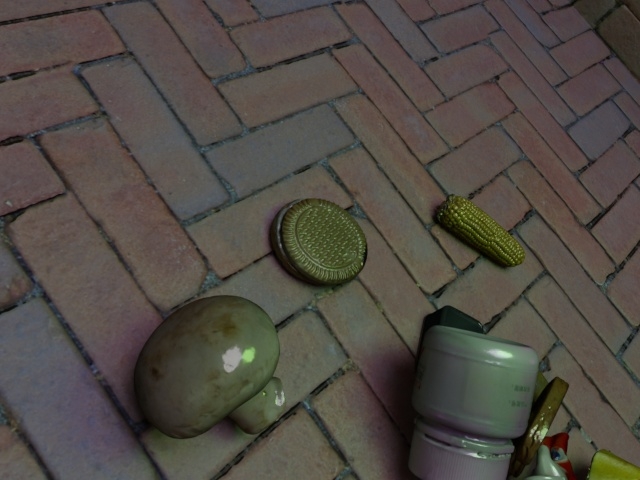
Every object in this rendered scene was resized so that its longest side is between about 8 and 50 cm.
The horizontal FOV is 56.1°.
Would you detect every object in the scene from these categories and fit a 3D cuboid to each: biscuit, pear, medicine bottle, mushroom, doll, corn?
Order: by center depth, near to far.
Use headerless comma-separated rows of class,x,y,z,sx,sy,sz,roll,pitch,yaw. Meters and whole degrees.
mushroom,-0.193,0.263,1.155,0.290,0.298,0.297,55,47,-22
medicine bottle,0.327,0.368,1.328,0.256,0.256,0.324,12,88,-23
doll,0.553,0.559,1.407,0.384,0.099,0.188,16,54,-59
biscuit,0.498,0.460,1.427,0.052,0.277,0.262,29,45,24
pear,0.767,0.651,1.463,0.267,0.178,0.266,4,84,-48
biscuit,0.000,0.000,1.523,0.259,0.079,0.259,14,56,-22
corn,0.485,-0.026,1.799,0.305,0.106,0.106,35,51,-8

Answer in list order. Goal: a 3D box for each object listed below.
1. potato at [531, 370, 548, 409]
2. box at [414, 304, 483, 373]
potato,0.510,0.400,1.570,0.243,0.098,0.138,-3,66,-29
box,0.336,0.277,1.546,0.145,0.090,0.200,29,53,-11
